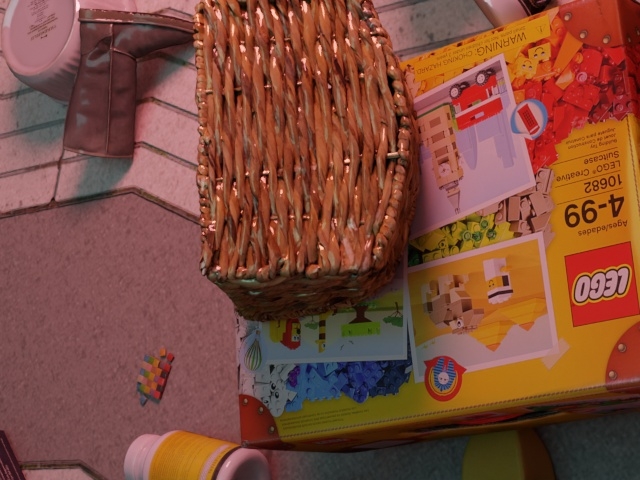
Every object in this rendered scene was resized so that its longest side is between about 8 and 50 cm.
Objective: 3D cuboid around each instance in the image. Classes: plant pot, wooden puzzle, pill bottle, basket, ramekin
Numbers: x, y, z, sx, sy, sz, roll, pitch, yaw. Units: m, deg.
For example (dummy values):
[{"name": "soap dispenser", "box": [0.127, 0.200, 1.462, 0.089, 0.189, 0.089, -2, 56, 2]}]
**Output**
[{"name": "plant pot", "box": [0.203, 0.242, 1.425, 0.081, 0.081, 0.083, -20, 59, 32]}, {"name": "wooden puzzle", "box": [-0.231, 0.187, 1.803, 0.049, 0.006, 0.083, 19, 92, 38]}, {"name": "pill bottle", "box": [-0.160, 0.298, 1.666, 0.184, 0.103, 0.103, 7, 85, 37]}, {"name": "basket", "box": [-0.005, -0.082, 1.323, 0.213, 0.223, 0.299, -5, 75, 6]}, {"name": "ramekin", "box": [-0.383, -0.310, 1.953, 0.207, 0.109, 0.207, -8, 76, 36]}]

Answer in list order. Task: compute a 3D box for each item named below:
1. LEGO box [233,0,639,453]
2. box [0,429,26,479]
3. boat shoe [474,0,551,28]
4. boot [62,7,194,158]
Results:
[{"name": "LEGO box", "box": [0.149, 0.008, 1.364, 0.500, 0.193, 0.373, -16, 72, 37]}, {"name": "box", "box": [-0.531, 0.356, 1.865, 0.108, 0.207, 0.153, -45, 58, 21]}, {"name": "boat shoe", "box": [0.214, -0.288, 1.418, 0.102, 0.301, 0.108, -37, 97, 15]}, {"name": "boot", "box": [-0.270, -0.220, 1.863, 0.189, 0.076, 0.209, 5, 98, 3]}]
